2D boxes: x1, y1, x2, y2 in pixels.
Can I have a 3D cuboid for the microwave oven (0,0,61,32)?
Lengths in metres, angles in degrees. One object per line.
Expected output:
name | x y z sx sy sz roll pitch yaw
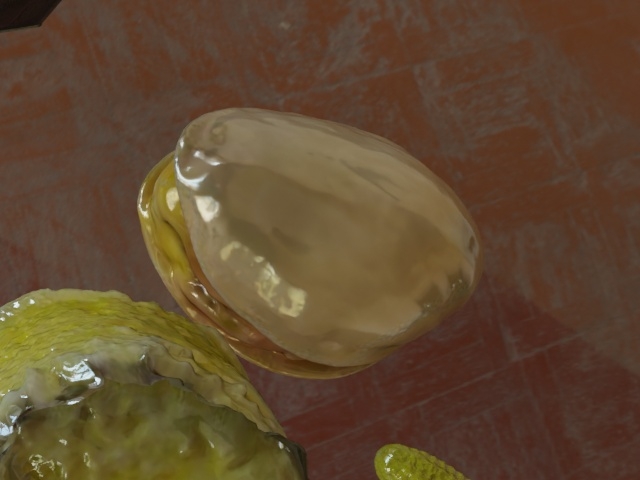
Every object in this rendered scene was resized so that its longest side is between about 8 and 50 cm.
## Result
microwave oven | -0.265 -0.301 0.914 0.163 0.205 0.129 55 32 1

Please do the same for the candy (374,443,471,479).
candy | 0.150 0.333 1.343 0.199 0.106 0.094 43 73 -11

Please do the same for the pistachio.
pistachio | 0.000 0.000 0.889 0.308 0.230 0.230 21 70 -20

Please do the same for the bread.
bread | -0.107 0.120 0.525 0.197 0.170 0.197 1 88 -21
